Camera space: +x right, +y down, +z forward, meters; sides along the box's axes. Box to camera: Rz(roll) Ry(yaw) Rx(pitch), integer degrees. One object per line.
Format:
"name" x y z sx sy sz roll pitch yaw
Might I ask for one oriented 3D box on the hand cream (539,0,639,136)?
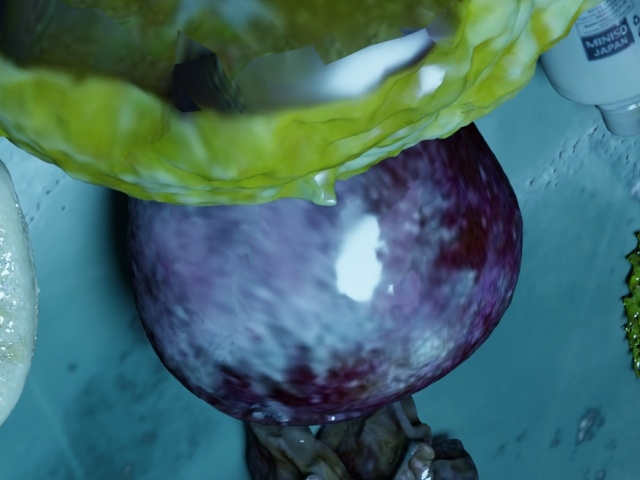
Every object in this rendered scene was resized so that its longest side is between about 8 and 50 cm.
"hand cream" 0.130 -0.197 1.049 0.124 0.077 0.341 -36 127 -21

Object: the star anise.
"star anise" 0.012 0.192 1.143 0.236 0.109 0.223 -14 119 -35

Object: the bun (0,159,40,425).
"bun" -0.210 0.024 0.824 0.183 0.102 0.183 -7 105 -29

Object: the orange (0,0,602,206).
"orange" 0.004 -0.151 0.798 0.368 0.271 0.210 -44 150 -17

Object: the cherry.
"cherry" -0.005 -0.009 0.947 0.195 0.195 0.195 -23 129 -32

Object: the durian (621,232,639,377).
"durian" 0.276 0.041 1.305 0.137 0.095 0.221 -34 128 -25
